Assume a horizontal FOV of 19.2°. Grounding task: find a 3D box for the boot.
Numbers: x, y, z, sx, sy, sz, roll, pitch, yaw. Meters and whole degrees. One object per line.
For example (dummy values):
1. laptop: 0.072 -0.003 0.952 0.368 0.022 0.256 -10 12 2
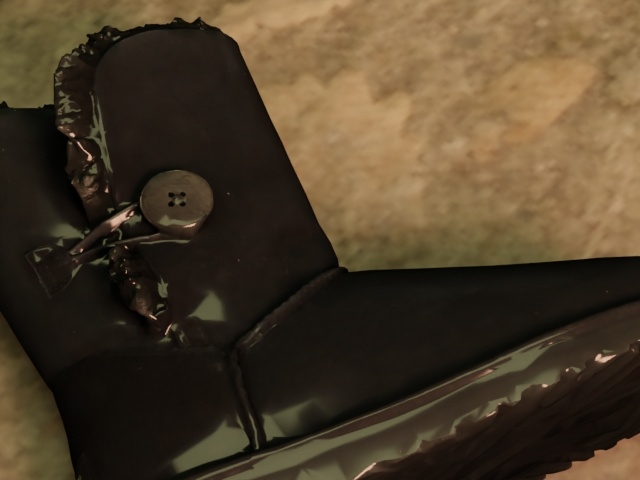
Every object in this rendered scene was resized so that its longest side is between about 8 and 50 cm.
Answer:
1. boot: 0.000 0.000 0.680 0.247 0.094 0.207 -20 64 -11
